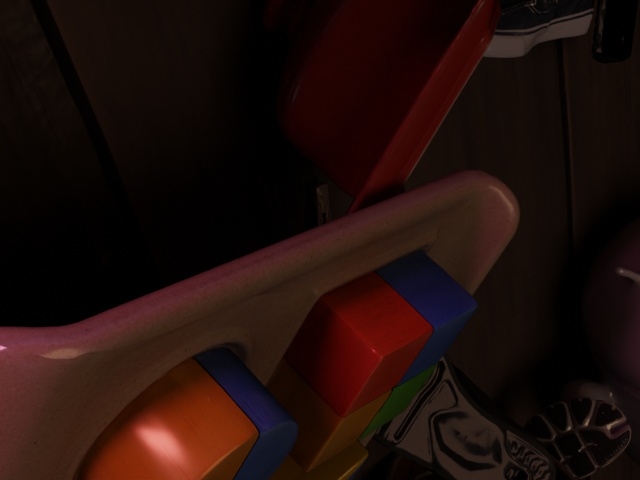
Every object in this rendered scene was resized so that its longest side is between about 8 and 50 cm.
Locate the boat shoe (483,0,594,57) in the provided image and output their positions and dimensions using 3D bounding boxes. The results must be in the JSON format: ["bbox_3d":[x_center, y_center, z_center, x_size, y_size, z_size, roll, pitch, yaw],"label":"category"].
[{"bbox_3d":[0.132,-0.176,0.749,0.183,0.065,0.083,-25,128,-48],"label":"boat shoe"}]

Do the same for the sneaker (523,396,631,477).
[{"bbox_3d":[0.201,0.193,1.011,0.170,0.068,0.071,-30,164,21],"label":"sneaker"}]

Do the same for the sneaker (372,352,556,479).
[{"bbox_3d":[0.066,0.115,0.833,0.227,0.130,0.087,40,83,-24],"label":"sneaker"}]

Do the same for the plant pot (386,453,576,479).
[{"bbox_3d":[0.124,0.271,0.932,0.167,0.167,0.165,-25,136,-40],"label":"plant pot"}]

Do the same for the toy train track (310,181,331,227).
[{"bbox_3d":[0.000,0.000,0.734,0.048,0.014,0.083,-22,122,-32],"label":"toy train track"}]

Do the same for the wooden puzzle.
[{"bbox_3d":[-0.054,0.126,0.589,0.348,0.080,0.322,-17,146,-46],"label":"wooden puzzle"}]

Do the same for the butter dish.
[{"bbox_3d":[0.022,-0.107,0.617,0.160,0.118,0.160,-60,179,23],"label":"butter dish"}]

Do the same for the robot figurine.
[{"bbox_3d":[0.363,0.103,1.069,0.300,0.200,0.353,-35,137,-6],"label":"robot figurine"}]

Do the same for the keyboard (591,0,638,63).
[{"bbox_3d":[0.222,-0.229,0.839,0.100,0.038,0.192,-2,101,-57],"label":"keyboard"}]
